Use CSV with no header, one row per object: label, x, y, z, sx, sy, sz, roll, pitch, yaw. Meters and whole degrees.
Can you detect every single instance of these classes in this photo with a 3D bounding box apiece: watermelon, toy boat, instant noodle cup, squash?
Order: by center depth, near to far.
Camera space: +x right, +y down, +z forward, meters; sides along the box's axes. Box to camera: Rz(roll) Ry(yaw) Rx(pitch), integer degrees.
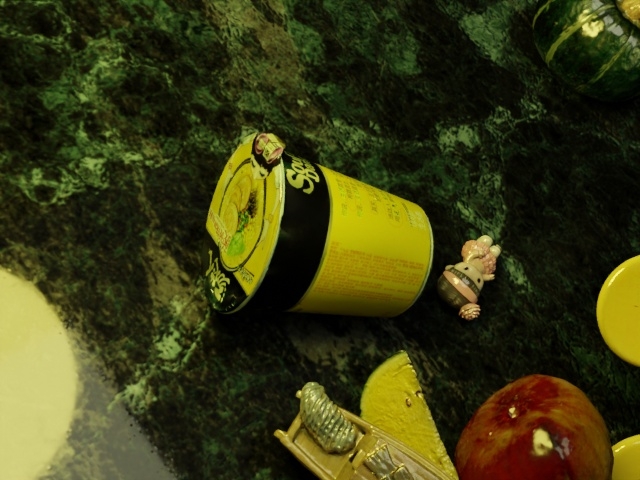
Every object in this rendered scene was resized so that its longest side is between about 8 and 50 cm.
toy boat,0.093,0.272,1.038,0.321,0.121,0.089,34,78,12
watermelon,0.092,0.224,1.130,0.075,0.092,0.181,-20,89,-16
instant noodle cup,0.000,0.000,1.160,0.236,0.215,0.215,12,57,-28
squash,0.472,-0.345,1.583,0.252,0.165,0.252,12,55,-18

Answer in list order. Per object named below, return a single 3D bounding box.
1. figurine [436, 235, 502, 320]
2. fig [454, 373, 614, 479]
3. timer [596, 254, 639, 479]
figurine,0.204,0.050,1.307,0.072,0.054,0.129,51,46,-9
fig,0.297,0.297,1.124,0.290,0.190,0.190,43,54,5
timer,0.534,0.202,1.212,0.387,0.376,0.376,0,59,3
